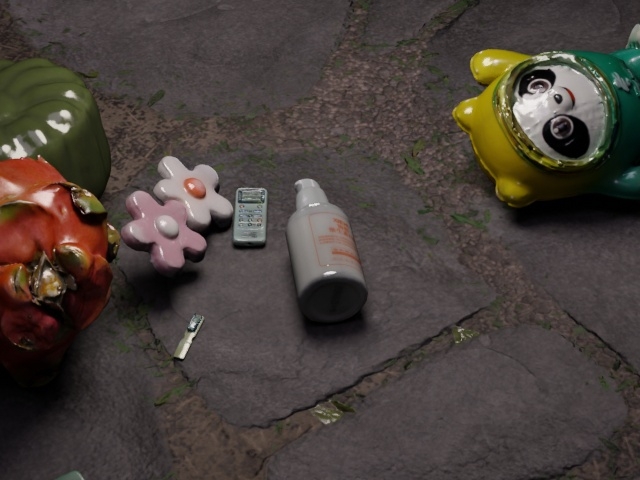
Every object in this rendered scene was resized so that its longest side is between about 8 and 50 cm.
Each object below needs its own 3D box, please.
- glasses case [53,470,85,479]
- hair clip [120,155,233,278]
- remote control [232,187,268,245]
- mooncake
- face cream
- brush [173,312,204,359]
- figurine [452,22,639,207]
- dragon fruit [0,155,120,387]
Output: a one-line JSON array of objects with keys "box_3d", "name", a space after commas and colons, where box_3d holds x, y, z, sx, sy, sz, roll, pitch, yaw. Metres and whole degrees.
[{"box_3d": [-0.284, 0.363, 1.511, 0.077, 0.039, 0.184, -26, 48, -23], "name": "glasses case"}, {"box_3d": [-0.215, -0.038, 1.868, 0.075, 0.146, 0.257, -36, 11, 25], "name": "hair clip"}, {"box_3d": [-0.108, -0.037, 1.943, 0.053, 0.018, 0.124, 1, 43, 0], "name": "remote control"}, {"box_3d": [-0.493, -0.148, 1.923, 0.351, 0.187, 0.351, -7, 33, 5], "name": "mooncake"}, {"box_3d": [0.000, 0.000, 1.842, 0.101, 0.101, 0.252, -7, 44, -5], "name": "face cream"}, {"box_3d": [-0.185, 0.134, 1.770, 0.016, 0.013, 0.084, 13, 47, 12], "name": "brush"}, {"box_3d": [0.390, -0.188, 1.956, 0.340, 0.231, 0.324, -21, 72, -10], "name": "figurine"}, {"box_3d": [-0.390, 0.056, 1.675, 0.225, 0.305, 0.305, 34, 53, 22], "name": "dragon fruit"}]
